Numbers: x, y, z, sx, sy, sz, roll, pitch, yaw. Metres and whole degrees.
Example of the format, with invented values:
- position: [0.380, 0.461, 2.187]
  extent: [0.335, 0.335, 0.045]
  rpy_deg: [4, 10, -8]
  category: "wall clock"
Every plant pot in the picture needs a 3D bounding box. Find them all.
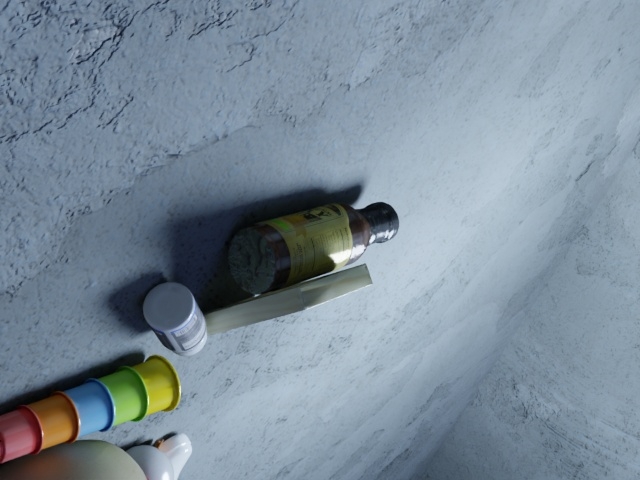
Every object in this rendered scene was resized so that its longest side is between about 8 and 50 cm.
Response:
- position: [-0.373, 0.420, 1.664]
  extent: [0.191, 0.284, 0.284]
  rpy_deg: [-45, 164, -44]
  category: "plant pot"

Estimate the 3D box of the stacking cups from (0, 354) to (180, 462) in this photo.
- position: [-0.357, 0.262, 1.610]
  extent: [0.316, 0.096, 0.096]
  rpy_deg: [-18, 146, -45]
  category: "stacking cups"

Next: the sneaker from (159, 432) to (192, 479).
- position: [-0.310, 0.519, 2.042]
  extent: [0.292, 0.169, 0.108]
  rpy_deg: [-50, 155, 10]
  category: "sneaker"

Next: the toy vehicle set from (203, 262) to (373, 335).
- position: [-0.067, 0.098, 1.707]
  extent: [0.266, 0.035, 0.166]
  rpy_deg: [-18, 179, 43]
  category: "toy vehicle set"

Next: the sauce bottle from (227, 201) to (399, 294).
- position: [0.000, 0.000, 1.739]
  extent: [0.344, 0.111, 0.111]
  rpy_deg: [-17, 145, -50]
  category: "sauce bottle"

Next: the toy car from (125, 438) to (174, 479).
- position: [-0.336, 0.456, 1.917]
  extent: [0.210, 0.219, 0.238]
  rpy_deg: [-59, -178, 32]
  category: "toy car"

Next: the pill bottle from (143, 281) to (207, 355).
- position: [-0.216, 0.123, 1.626]
  extent: [0.078, 0.078, 0.137]
  rpy_deg: [-39, 157, -12]
  category: "pill bottle"
